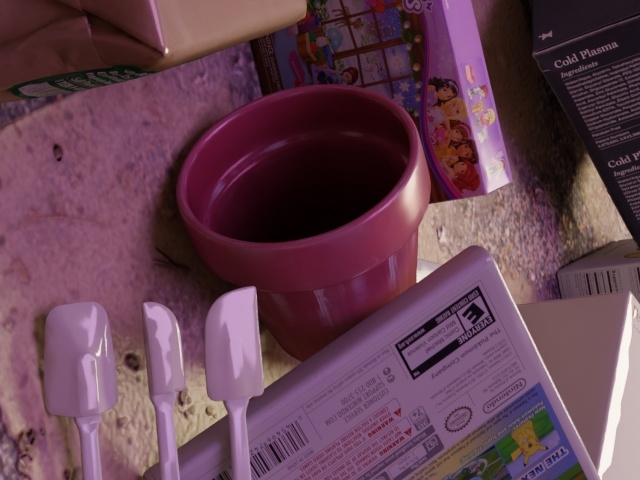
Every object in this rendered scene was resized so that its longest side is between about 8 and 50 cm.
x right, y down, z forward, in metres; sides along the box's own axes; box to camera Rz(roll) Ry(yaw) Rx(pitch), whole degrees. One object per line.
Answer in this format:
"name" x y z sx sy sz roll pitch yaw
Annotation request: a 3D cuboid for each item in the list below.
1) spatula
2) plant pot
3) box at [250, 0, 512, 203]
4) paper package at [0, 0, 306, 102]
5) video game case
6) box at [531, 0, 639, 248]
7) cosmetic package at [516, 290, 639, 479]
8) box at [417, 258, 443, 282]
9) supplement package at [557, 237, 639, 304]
"spatula" -0.118 0.161 1.188 0.168 0.019 0.242 -6 95 -27
"plant pot" 0.000 0.000 1.322 0.180 0.201 0.201 73 32 -42
"box" 0.037 -0.171 1.388 0.057 0.201 0.293 -25 103 -55
"paper package" -0.154 -0.267 1.095 0.325 0.168 0.309 -39 116 -70
"video game case" 0.061 0.210 1.315 0.329 0.036 0.300 -34 118 -11
"box" 0.388 -0.228 1.864 0.312 0.179 0.343 54 28 -33
"cosmetic package" 0.274 0.259 1.681 0.197 0.155 0.365 45 49 -38
"box" 0.058 0.070 1.465 0.102 0.087 0.101 14 71 -53
"supplement package" 0.424 0.075 1.897 0.194 0.203 0.149 -21 100 -56
